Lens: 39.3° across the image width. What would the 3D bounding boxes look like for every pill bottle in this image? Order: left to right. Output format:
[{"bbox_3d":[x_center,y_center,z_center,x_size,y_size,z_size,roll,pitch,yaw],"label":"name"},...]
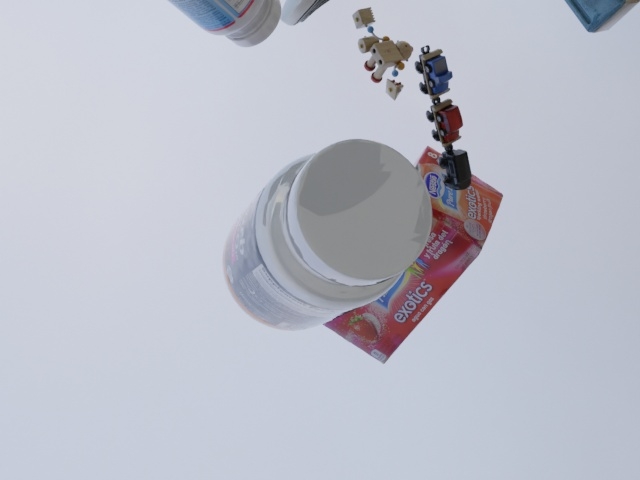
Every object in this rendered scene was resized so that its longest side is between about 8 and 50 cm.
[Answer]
[{"bbox_3d":[-0.109,-0.256,0.874,0.160,0.087,0.087,33,-120,-52],"label":"pill bottle"},{"bbox_3d":[0.000,0.000,0.923,0.162,0.278,0.162,4,-104,-16],"label":"pill bottle"}]

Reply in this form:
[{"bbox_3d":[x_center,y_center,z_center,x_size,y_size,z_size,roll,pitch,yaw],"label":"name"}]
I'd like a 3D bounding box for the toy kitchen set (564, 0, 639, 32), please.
[{"bbox_3d":[0.277,-0.308,0.866,0.166,0.207,0.122,-20,-107,-42],"label":"toy kitchen set"}]

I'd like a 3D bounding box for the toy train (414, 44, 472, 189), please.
[{"bbox_3d":[0.128,-0.123,0.919,0.027,0.036,0.158,-28,-64,-21],"label":"toy train"}]

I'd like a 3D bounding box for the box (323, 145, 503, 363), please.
[{"bbox_3d":[0.108,0.023,1.159,0.122,0.257,0.128,34,-138,0],"label":"box"}]

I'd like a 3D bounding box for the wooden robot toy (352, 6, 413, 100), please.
[{"bbox_3d":[0.120,-0.327,1.564,0.079,0.076,0.173,-20,-105,-24],"label":"wooden robot toy"}]

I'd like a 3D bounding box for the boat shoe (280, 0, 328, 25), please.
[{"bbox_3d":[0.031,-0.388,1.308,0.070,0.219,0.078,35,-157,-28],"label":"boat shoe"}]
